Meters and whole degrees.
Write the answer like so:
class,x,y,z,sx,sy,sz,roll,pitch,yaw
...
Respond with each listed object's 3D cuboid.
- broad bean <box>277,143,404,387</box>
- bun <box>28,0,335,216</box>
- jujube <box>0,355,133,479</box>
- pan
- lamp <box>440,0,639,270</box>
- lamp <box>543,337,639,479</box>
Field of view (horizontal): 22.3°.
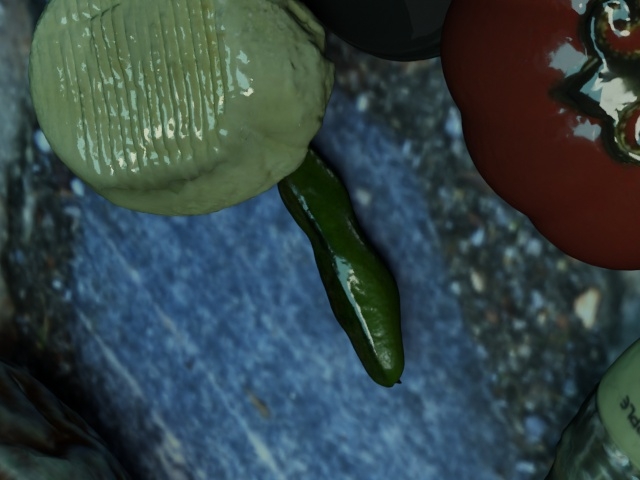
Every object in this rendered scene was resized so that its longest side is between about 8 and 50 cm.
class,x,y,z,sx,sy,sz,roll,pitch,yaw
broad bean,0.002,-0.006,0.958,0.195,0.046,0.061,53,142,13
bun,-0.075,-0.096,0.928,0.188,0.111,0.164,-15,82,34
jujube,-0.234,0.191,1.029,0.308,0.246,0.215,30,118,9
pan,0.051,-0.208,0.879,0.136,0.028,0.235,24,115,19
lamp,0.166,-0.094,0.760,0.227,0.227,0.227,9,109,25
lamp,0.184,0.110,0.869,0.101,0.101,0.250,40,122,12
